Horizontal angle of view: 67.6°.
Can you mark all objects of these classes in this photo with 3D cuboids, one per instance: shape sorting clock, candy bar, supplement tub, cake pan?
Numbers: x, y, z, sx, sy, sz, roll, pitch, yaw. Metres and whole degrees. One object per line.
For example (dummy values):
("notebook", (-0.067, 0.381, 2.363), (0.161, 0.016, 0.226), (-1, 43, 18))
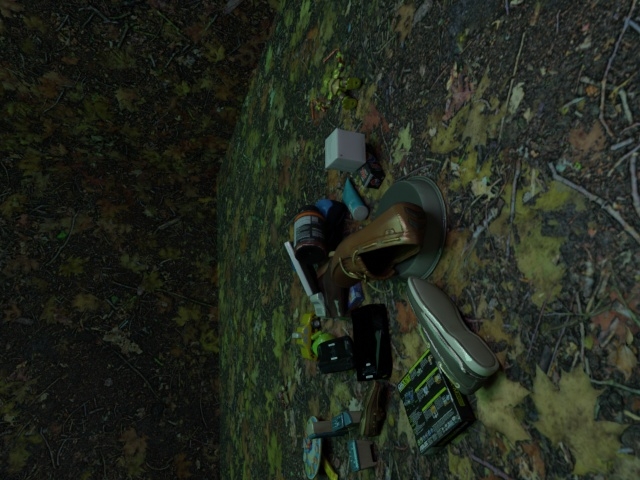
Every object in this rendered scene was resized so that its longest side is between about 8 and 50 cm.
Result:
("shape sorting clock", (-0.031, 0.733, 1.699), (0.206, 0.041, 0.206), (-171, 90, -80))
("candy bar", (0.022, 0.765, 1.628), (0.161, 0.018, 0.040), (-148, 65, -66))
("supplement tub", (-0.035, -0.025, 1.556), (0.106, 0.106, 0.197), (118, 159, -44))
("cake pan", (0.224, -0.030, 1.272), (0.293, 0.054, 0.292), (-175, 90, -67))

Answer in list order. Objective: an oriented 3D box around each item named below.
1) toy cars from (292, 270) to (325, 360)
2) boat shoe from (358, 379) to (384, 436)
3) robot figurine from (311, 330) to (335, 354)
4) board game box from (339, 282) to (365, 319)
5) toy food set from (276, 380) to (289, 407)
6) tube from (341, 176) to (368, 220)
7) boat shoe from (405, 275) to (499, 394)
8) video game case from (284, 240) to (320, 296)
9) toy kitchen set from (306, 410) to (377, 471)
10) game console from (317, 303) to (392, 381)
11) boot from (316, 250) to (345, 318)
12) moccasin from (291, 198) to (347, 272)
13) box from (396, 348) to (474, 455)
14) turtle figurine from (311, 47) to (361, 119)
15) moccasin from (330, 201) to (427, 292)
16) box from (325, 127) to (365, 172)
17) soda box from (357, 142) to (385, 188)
("toy cars", (-0.031, 0.275, 1.771), (0.176, 0.087, 0.393), (-119, 40, -53))
("boat shoe", (0.149, 0.471, 1.340), (0.064, 0.060, 0.177), (-64, -16, -73))
("robot figurine", (0.015, 0.364, 1.668), (0.101, 0.067, 0.115), (56, 142, 16))
("board game box", (0.083, 0.145, 1.596), (0.136, 0.035, 0.201), (119, 147, -44))
("toy food set", (-0.160, 0.677, 2.086), (0.122, 0.019, 0.077), (57, 137, 45))
("tube", (0.105, -0.135, 1.593), (0.207, 0.052, 0.080), (-113, 40, -57))
("boat shoe", (0.265, 0.197, 1.055), (0.091, 0.109, 0.305), (-66, 32, 27))
("video game case", (-0.052, 0.092, 1.607), (0.190, 0.022, 0.173), (65, -169, 7))
("toy kitchen set", (0.058, 0.615, 1.439), (0.207, 0.122, 0.165), (126, 143, -51))
("game console", (0.090, 0.329, 1.477), (0.361, 0.044, 0.213), (-31, 56, 53))
("boot", (0.065, 0.139, 1.512), (0.248, 0.090, 0.206), (153, 111, -64))
("moccasin", (0.000, 0.000, 1.733), (0.342, 0.117, 0.137), (-57, 48, 41))
("box", (0.259, 0.373, 1.115), (0.184, 0.045, 0.190), (-104, 28, -43))
("turtle figurine", (0.062, -0.540, 1.727), (0.217, 0.087, 0.269), (49, 122, 50))
("moccasin", (0.140, 0.048, 1.231), (0.380, 0.139, 0.146), (-36, 43, 49))
("box", (0.076, -0.276, 1.475), (0.087, 0.102, 0.101), (146, 127, -63))
("soda box", (0.146, -0.238, 1.502), (0.168, 0.053, 0.060), (-107, 31, -41))
